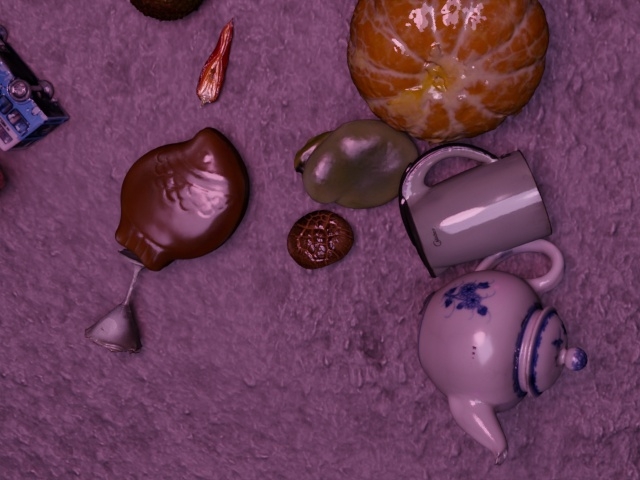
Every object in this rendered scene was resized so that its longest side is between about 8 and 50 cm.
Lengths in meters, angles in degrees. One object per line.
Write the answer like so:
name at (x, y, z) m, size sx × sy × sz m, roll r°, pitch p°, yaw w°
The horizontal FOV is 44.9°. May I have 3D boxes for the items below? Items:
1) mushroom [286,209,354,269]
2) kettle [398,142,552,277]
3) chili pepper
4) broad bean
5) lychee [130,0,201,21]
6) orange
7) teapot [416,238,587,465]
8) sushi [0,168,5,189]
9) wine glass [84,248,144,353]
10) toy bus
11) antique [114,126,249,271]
mushroom at (-0.001, 0.000, 1.451) m, size 0.126 × 0.085 × 0.109 m, roll -32°, pitch 95°, yaw 4°
kettle at (0.259, -0.069, 1.376) m, size 0.236 × 0.161 × 0.221 m, roll -21°, pitch 102°, yaw 11°
chili pepper at (-0.193, -0.330, 1.440) m, size 0.045 × 0.027 × 0.178 m, roll 18°, pitch 102°, yaw -2°
broad bean at (0.065, -0.140, 1.420) m, size 0.227 × 0.100 × 0.169 m, roll 5°, pitch 109°, yaw -8°
lychee at (-0.277, -0.466, 1.355) m, size 0.171 × 0.171 × 0.171 m, roll 1°, pitch 100°, yaw 5°
orange at (0.206, -0.323, 1.275) m, size 0.329 × 0.249 × 0.330 m, roll 2°, pitch 125°, yaw 3°
teapot at (0.324, 0.180, 1.355) m, size 0.279 × 0.252 × 0.424 m, roll 8°, pitch 63°, yaw 32°
sushi at (-0.702, -0.089, 1.431) m, size 0.171 × 0.236 × 0.270 m, roll 44°, pitch 116°, yaw 2°
wine glass at (-0.373, 0.113, 1.500) m, size 0.122 × 0.122 × 0.183 m, roll 20°, pitch 95°, yaw 2°
toy bus at (-0.617, -0.312, 1.446) m, size 0.131 × 0.106 × 0.297 m, roll -38°, pitch 93°, yaw 12°
antique at (-0.251, -0.077, 1.432) m, size 0.223 × 0.129 × 0.278 m, roll 35°, pitch 96°, yaw 1°
